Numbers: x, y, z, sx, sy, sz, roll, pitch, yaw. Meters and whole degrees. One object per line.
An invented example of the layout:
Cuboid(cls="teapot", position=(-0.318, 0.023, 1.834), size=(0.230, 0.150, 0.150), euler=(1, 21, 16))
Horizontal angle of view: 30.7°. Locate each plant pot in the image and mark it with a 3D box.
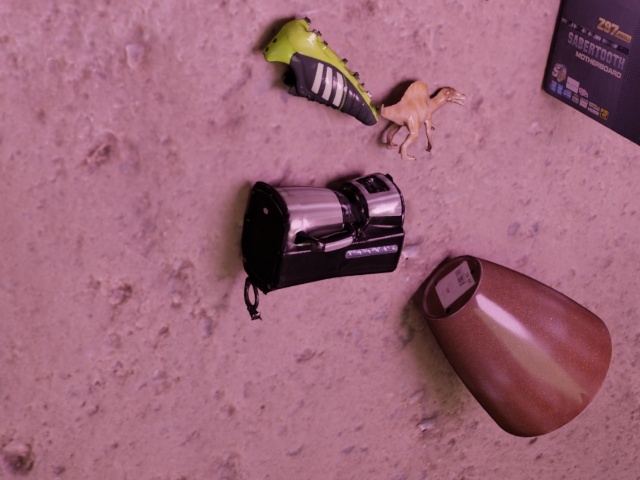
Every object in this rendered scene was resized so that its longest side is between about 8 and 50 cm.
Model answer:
Cuboid(cls="plant pot", position=(0.255, 0.126, 1.638), size=(0.230, 0.215, 0.215), euler=(40, 93, -28))

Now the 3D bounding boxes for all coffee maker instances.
Cuboid(cls="coffee maker", position=(0.000, 0.000, 1.438), size=(0.178, 0.120, 0.171), euler=(-6, 145, -30))

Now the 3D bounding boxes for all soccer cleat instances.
Cuboid(cls="soccer cleat", position=(0.002, -0.184, 1.347), size=(0.072, 0.060, 0.179), euler=(-38, 131, 12))

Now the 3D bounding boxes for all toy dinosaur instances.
Cuboid(cls="toy dinosaur", position=(0.107, -0.151, 1.437), size=(0.183, 0.053, 0.093), euler=(-18, 125, -47))

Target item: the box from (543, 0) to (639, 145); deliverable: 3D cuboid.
Cuboid(cls="box", position=(0.389, -0.230, 1.452), size=(0.059, 0.232, 0.183), euler=(-12, 125, -32))
